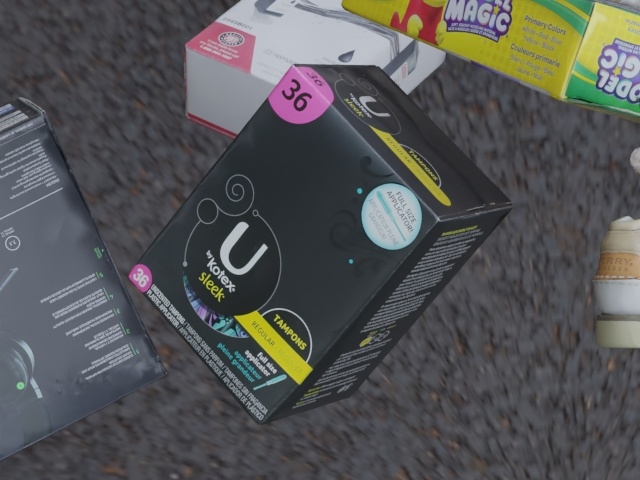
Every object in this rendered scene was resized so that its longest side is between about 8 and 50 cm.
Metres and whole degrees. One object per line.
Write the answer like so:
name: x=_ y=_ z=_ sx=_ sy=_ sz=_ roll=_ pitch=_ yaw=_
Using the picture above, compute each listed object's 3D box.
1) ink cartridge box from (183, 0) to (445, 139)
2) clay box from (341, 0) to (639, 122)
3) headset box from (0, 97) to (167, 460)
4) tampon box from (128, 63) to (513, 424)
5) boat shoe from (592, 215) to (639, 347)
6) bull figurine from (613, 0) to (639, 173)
ink cartridge box: x=-0.002 y=-0.175 z=1.742 sx=0.158 sy=0.092 sz=0.218 roll=25 pitch=45 yaw=25
clay box: x=0.124 y=-0.101 z=0.939 sx=0.222 sy=0.127 sz=0.053 roll=30 pitch=105 yaw=52
headset box: x=-0.302 y=0.056 z=1.638 sx=0.246 sy=0.131 sz=0.283 roll=-28 pitch=107 yaw=-11
tampon box: x=0.000 y=0.000 z=1.027 sx=0.120 sy=0.101 sz=0.161 roll=46 pitch=114 yaw=17
boat shoe: x=0.351 y=0.027 z=1.484 sx=0.302 sy=0.113 sz=0.103 roll=-2 pitch=89 yaw=-33
bull figurine: x=0.378 y=-0.194 z=1.686 sx=0.310 sy=0.188 sz=0.101 roll=-40 pitch=35 yaw=13
